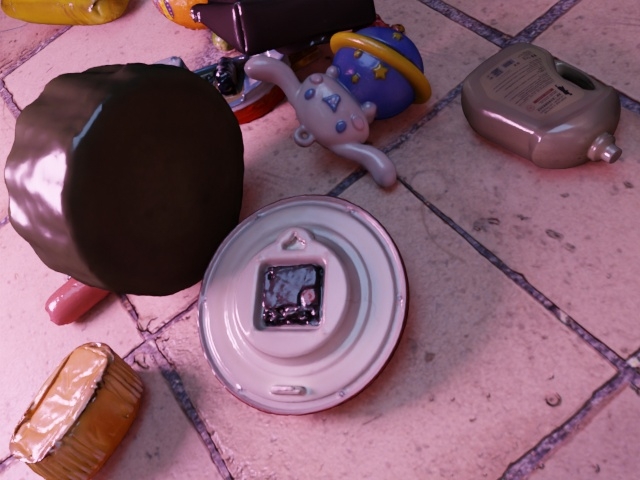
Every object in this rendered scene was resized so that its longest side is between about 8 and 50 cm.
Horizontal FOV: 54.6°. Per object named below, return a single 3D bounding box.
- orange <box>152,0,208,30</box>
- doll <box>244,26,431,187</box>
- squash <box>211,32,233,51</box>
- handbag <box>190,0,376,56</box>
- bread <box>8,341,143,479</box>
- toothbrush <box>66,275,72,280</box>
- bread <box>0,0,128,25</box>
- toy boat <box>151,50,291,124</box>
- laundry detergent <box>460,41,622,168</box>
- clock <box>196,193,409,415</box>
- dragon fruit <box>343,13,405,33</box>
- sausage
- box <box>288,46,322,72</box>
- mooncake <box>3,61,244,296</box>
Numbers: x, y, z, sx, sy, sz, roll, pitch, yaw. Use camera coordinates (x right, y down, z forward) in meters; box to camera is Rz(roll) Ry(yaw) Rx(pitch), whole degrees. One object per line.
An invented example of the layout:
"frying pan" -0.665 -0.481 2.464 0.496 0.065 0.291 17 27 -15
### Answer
"orange" -0.275 -0.575 1.367 0.219 0.193 0.219 -8 41 7
"doll" 0.035 -0.261 1.051 0.310 0.159 0.243 27 97 4
"squash" -0.158 -0.495 1.339 0.066 0.066 0.229 21 67 31
"handbag" -0.073 -0.422 1.142 0.285 0.114 0.257 -22 33 -24
"bread" -0.347 0.254 0.903 0.132 0.114 0.190 9 53 37
"toothbrush" -0.428 -0.072 1.193 0.024 0.029 0.354 1 58 7
"bread" -0.639 -0.616 1.576 0.383 0.112 0.166 11 65 26
"toy boat" -0.211 -0.300 1.193 0.331 0.133 0.145 -13 54 13
"laundry detergent" 0.345 -0.194 0.934 0.181 0.091 0.253 -35 53 -10
"clock" -0.033 0.082 0.871 0.318 0.080 0.319 -7 70 20
"dragon fruit" 0.092 -0.375 1.165 0.126 0.068 0.112 -9 56 17
"sausage" -0.400 0.083 1.062 0.154 0.062 0.062 -41 54 -7
"box" -0.067 -0.401 1.270 0.089 0.022 0.156 -34 53 -1
"mooncake" -0.283 -0.092 0.950 0.194 0.356 0.356 16 65 33
